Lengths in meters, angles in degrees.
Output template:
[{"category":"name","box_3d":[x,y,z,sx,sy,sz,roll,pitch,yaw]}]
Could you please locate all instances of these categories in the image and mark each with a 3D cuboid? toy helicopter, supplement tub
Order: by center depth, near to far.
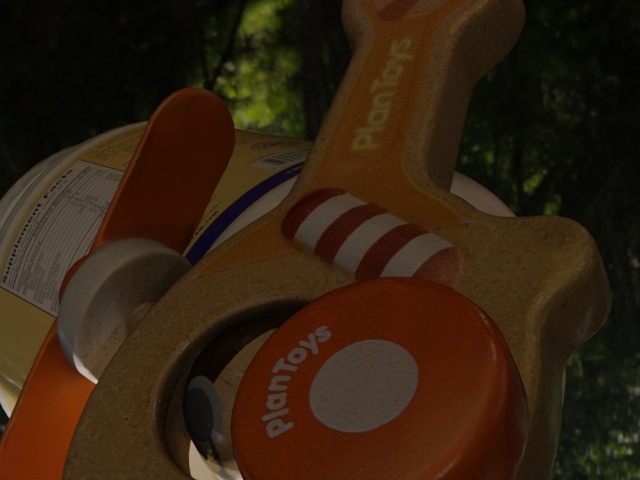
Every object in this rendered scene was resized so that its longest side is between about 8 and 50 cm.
[{"category":"toy helicopter","box_3d":[0.000,0.000,0.473,0.235,0.140,0.355,-3,-133,27]},{"category":"supplement tub","box_3d":[-0.052,0.055,0.685,0.241,0.241,0.331,-37,-153,-23]}]
